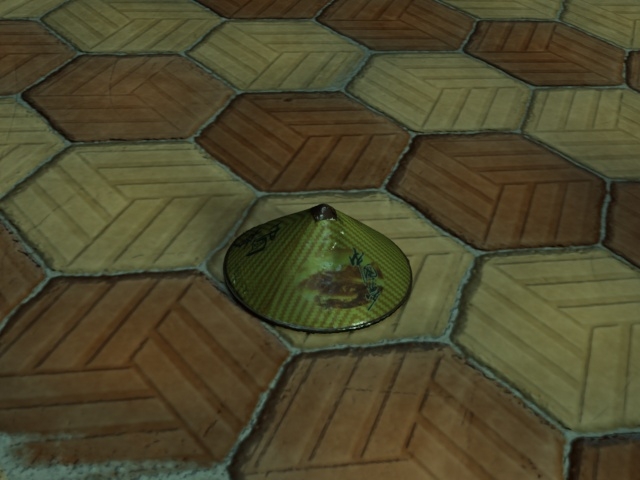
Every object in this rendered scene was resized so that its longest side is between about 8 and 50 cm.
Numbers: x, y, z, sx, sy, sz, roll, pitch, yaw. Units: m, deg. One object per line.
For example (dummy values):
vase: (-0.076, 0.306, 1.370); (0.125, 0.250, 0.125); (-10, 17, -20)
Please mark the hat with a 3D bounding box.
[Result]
hat: (0.000, 0.000, 0.840); (0.193, 0.082, 0.193); (3, 37, -2)
